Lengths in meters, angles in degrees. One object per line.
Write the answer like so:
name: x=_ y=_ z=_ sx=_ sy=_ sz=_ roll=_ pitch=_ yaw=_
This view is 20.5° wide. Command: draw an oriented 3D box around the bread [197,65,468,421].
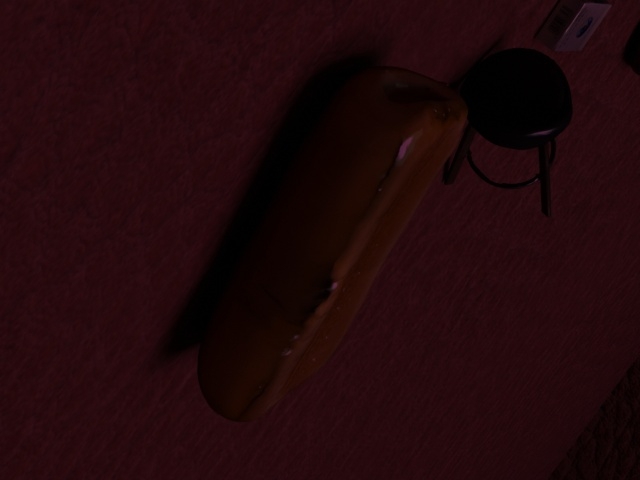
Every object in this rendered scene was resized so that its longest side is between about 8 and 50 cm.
bread: x=0.000 y=0.000 z=1.307 sx=0.142 sy=0.091 sz=0.305 roll=-39 pitch=161 yaw=-57

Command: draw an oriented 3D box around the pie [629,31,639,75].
pie: x=0.384 y=-0.236 z=1.912 sx=0.154 sy=0.036 sz=0.154 roll=-45 pitch=163 yaw=-18

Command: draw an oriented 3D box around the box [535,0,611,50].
box: x=0.230 y=-0.199 z=1.606 sx=0.054 sy=0.024 sz=0.083 roll=-59 pitch=161 yaw=19

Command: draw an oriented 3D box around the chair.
chair: x=0.170 y=-0.101 z=1.557 sx=0.221 sy=0.104 sz=0.095 roll=78 pitch=28 yaw=-75
